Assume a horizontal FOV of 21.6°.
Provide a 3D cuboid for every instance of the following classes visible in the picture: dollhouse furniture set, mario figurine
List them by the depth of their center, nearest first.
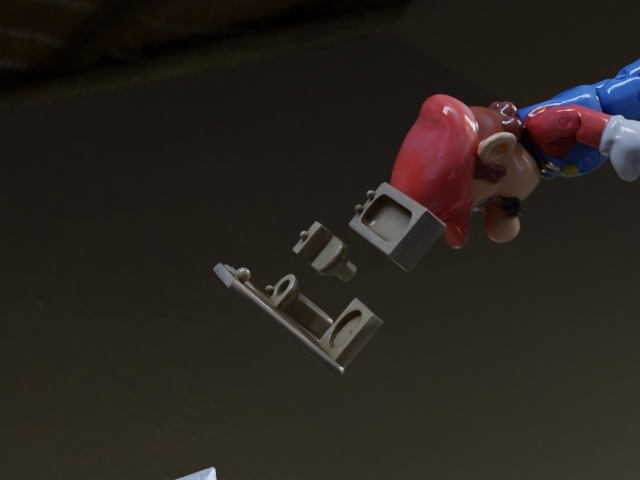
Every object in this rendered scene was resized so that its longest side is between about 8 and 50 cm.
[{"bbox_3d":[0.000,0.000,1.393,0.123,0.144,0.151,40,-90,-21],"label":"dollhouse furniture set"},{"bbox_3d":[0.219,-0.069,1.579,0.320,0.170,0.198,-20,-30,-11],"label":"mario figurine"}]

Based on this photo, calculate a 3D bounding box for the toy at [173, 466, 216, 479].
[{"bbox_3d":[-0.209,0.293,1.565,0.237,0.137,0.056,-21,-40,12],"label":"toy"}]
